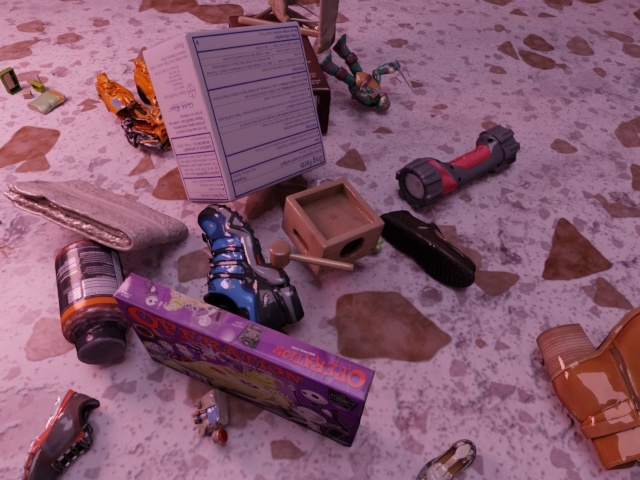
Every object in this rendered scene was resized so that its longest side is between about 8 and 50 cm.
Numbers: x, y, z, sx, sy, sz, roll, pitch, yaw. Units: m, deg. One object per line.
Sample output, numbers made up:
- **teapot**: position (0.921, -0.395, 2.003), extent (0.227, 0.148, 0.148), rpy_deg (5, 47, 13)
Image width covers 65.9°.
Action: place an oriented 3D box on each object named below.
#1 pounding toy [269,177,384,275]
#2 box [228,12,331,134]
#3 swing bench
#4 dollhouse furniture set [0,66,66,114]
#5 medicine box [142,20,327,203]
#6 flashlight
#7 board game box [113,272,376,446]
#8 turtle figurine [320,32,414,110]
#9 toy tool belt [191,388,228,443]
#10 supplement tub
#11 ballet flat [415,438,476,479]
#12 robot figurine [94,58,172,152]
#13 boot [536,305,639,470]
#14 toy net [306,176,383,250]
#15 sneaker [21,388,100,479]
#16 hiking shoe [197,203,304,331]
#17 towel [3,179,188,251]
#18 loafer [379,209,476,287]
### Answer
- **pounding toy**: position (0.000, 0.008, 0.847), extent (0.206, 0.094, 0.181), rpy_deg (-22, 58, -27)
- **box**: position (-0.113, -0.423, 1.247), extent (0.191, 0.143, 0.381), rpy_deg (-8, 52, -11)
- **swing bench**: position (-0.056, -0.627, 1.171), extent (0.255, 0.253, 0.165), rpy_deg (26, 52, 16)
- **dollhouse furniture set**: position (-0.709, -0.373, 1.211), extent (0.152, 0.058, 0.076), rpy_deg (24, 53, 16)
- **medicine box**: position (-0.149, -0.245, 0.944), extent (0.149, 0.289, 0.264), rpy_deg (5, 25, 43)
- **flashlight**: position (0.307, -0.173, 1.086), extent (0.304, 0.103, 0.103), rpy_deg (-30, 55, -24)
- **board game box**: position (-0.104, 0.173, 0.690), extent (0.347, 0.208, 0.056), rpy_deg (19, 51, 13)
- **turtle figurine**: position (0.115, -0.395, 1.231), extent (0.234, 0.118, 0.175), rpy_deg (36, 49, -11)
- **toy tool belt**: position (-0.162, 0.262, 0.720), extent (0.051, 0.052, 0.083), rpy_deg (-28, 47, 13)
- **supplement tub**: position (-0.367, 0.100, 0.801), extent (0.106, 0.106, 0.197), rpy_deg (-16, 53, -17)
- **ballet flat**: position (0.177, 0.318, 0.696), extent (0.114, 0.041, 0.041), rpy_deg (-29, 57, -25)
- **robot figurine**: position (-0.396, -0.319, 1.170), extent (0.211, 0.085, 0.291), rpy_deg (-36, 61, -28)
- **boot**: position (0.506, 0.218, 0.757), extent (0.284, 0.109, 0.220), rpy_deg (-7, 49, -7)
- **toy net**: position (0.038, -0.064, 0.998), extent (0.122, 0.045, 0.232), rpy_deg (-18, 54, -5)
- **sneaker**: position (-0.352, 0.282, 0.678), extent (0.065, 0.061, 0.157), rpy_deg (10, 50, -4)
- **hiking shoe**: position (-0.158, 0.047, 0.857), extent (0.132, 0.113, 0.304), rpy_deg (-31, 53, -17)
- **towel**: position (-0.403, -0.055, 0.906), extent (0.282, 0.049, 0.187), rpy_deg (21, 13, 12)
- **loafer**: position (0.212, 0.002, 0.941), extent (0.078, 0.080, 0.220), rpy_deg (-34, 59, -28)
